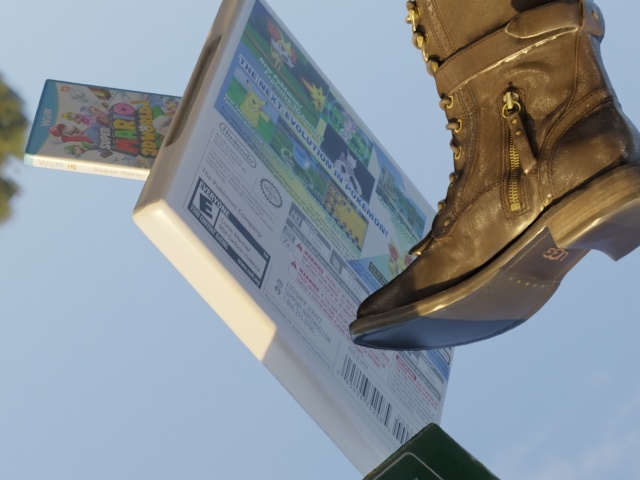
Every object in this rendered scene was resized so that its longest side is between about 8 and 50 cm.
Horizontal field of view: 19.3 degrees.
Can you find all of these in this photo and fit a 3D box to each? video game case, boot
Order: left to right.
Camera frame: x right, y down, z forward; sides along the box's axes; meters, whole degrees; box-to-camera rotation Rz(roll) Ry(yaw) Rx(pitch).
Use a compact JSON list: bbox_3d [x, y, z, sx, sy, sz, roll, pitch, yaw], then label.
[{"bbox_3d":[-0.176,-0.098,1.701,0.119,0.166,0.015,-85,-177,-50],"label":"video game case"},{"bbox_3d":[0.000,0.000,1.476,0.036,0.329,0.300,-26,-151,30],"label":"video game case"},{"bbox_3d":[0.104,-0.068,1.248,0.263,0.091,0.229,-31,-117,22],"label":"boot"}]

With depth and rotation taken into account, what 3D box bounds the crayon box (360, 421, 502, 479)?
[{"bbox_3d":[-0.014,0.284,1.217,0.203,0.083,0.323,-33,157,-44],"label":"crayon box"}]
